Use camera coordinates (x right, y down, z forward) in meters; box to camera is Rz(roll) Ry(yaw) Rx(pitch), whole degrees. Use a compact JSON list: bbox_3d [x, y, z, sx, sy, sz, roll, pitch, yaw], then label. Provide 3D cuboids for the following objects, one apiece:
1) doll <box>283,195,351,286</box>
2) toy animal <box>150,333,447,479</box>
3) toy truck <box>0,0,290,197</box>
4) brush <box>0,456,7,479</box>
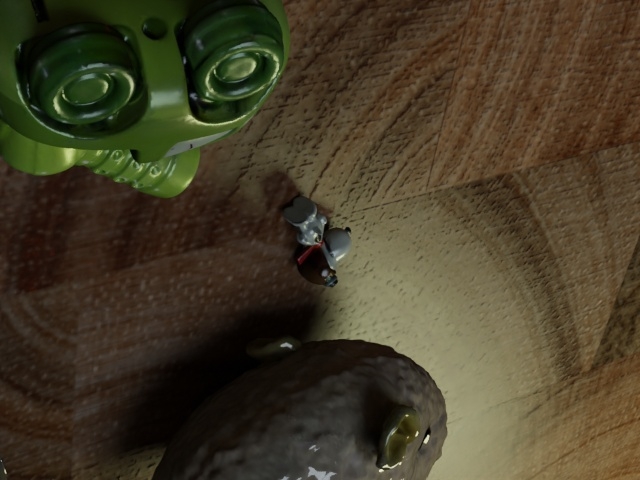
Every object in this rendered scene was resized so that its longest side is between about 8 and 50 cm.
[{"bbox_3d":[-0.005,0.004,1.049,0.058,0.040,0.085,-59,145,-2],"label":"doll"},{"bbox_3d":[-0.036,0.203,1.071,0.358,0.188,0.226,-39,149,-25],"label":"toy animal"},{"bbox_3d":[-0.133,-0.105,0.777,0.187,0.148,0.210,0,145,-38],"label":"toy truck"},{"bbox_3d":[-0.265,0.302,1.077,0.050,0.060,0.321,-15,134,-13],"label":"brush"}]
